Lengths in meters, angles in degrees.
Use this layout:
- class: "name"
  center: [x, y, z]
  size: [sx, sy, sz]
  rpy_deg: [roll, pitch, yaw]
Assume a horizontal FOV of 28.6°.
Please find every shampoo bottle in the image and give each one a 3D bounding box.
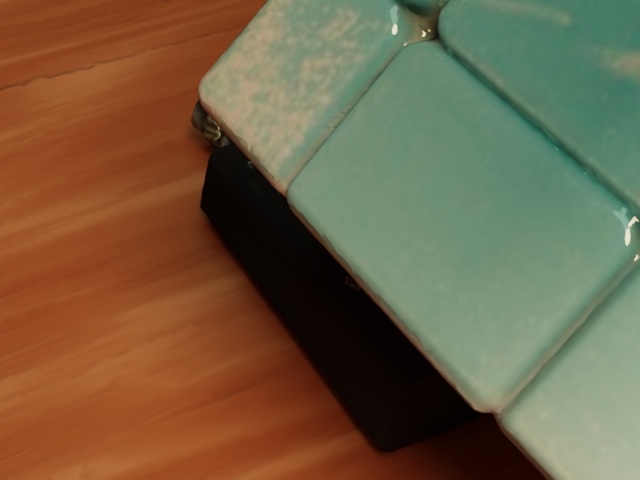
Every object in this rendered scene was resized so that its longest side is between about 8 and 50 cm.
- class: "shampoo bottle"
  center: [-0.001, 0.000, 0.822]
  size: [0.098, 0.071, 0.309]
  rpy_deg: [-16, 47, -28]

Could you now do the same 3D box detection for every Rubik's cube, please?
- class: "Rubik's cube"
  center: [0.196, -0.057, 0.637]
  size: [0.316, 0.319, 0.322]
  rpy_deg: [-49, 58, 12]
